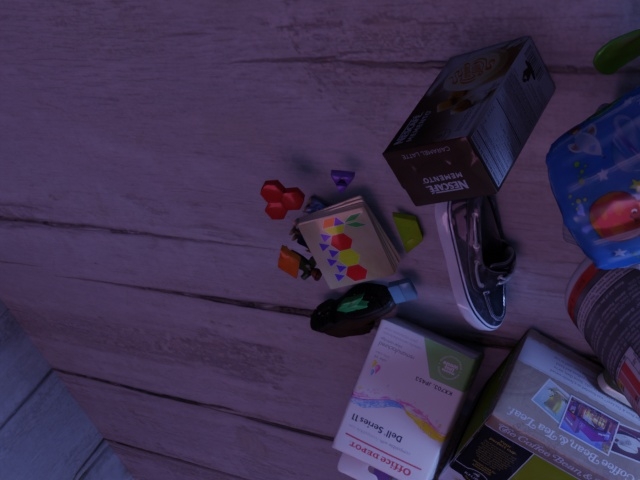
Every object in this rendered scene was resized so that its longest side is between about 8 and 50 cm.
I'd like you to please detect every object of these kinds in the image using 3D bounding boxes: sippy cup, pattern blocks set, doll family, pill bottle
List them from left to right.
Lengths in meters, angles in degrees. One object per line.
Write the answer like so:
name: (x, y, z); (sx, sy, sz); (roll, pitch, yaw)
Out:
doll family: (0.000, 0.000, 1.758); (0.111, 0.076, 0.193); (34, 141, 10)
pattern blocks set: (0.050, 0.005, 1.684); (0.285, 0.026, 0.325); (-7, 127, 14)
sippy cup: (0.386, -0.079, 1.006); (0.224, 0.305, 0.240); (-24, 116, 31)
pill bottle: (0.519, 0.167, 1.270); (0.210, 0.210, 0.363); (90, 163, -44)

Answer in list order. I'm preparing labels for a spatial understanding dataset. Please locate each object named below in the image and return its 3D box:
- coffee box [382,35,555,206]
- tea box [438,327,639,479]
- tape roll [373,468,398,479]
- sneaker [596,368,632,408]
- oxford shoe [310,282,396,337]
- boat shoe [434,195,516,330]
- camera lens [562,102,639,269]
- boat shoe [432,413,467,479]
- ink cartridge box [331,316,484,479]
coffee box: (0.211, -0.167, 1.260); (0.141, 0.246, 0.098); (-8, 126, 43)
tea box: (0.449, 0.396, 1.718); (0.329, 0.220, 0.323); (30, 144, 7)
tape roll: (0.269, 0.585, 2.177); (0.275, 0.090, 0.275); (21, 141, 18)
sneaker: (0.592, 0.265, 1.590); (0.192, 0.064, 0.086); (26, 133, 4)
oxford shoe: (0.086, 0.148, 1.864); (0.096, 0.083, 0.227); (29, 148, -30)
boat shoe: (0.286, 0.037, 1.555); (0.102, 0.108, 0.301); (4, 126, 37)
camera lens: (0.484, -0.056, 1.191); (0.274, 0.219, 0.219); (17, 140, 24)
boat shoe: (0.342, 0.498, 1.932); (0.500, 0.187, 0.156); (22, 153, 4)
ink cartridge box: (0.162, 0.353, 1.803); (0.207, 0.353, 0.119); (22, -174, 17)
